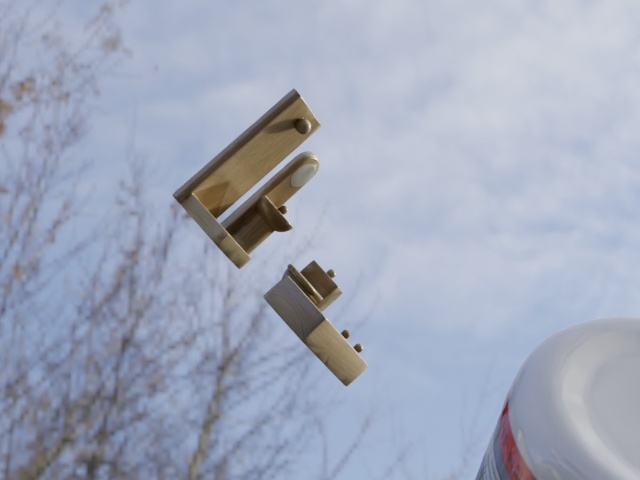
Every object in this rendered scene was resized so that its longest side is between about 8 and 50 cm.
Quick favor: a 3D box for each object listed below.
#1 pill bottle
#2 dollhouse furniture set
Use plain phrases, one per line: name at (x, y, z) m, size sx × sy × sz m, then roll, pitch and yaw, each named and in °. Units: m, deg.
pill bottle at (0.172, 0.245, 0.993) m, size 0.210 × 0.210 × 0.363 m, roll 8°, pitch -55°, yaw -12°
dollhouse furniture set at (0.000, 0.000, 1.215) m, size 0.123 × 0.151 × 0.144 m, roll -42°, pitch -29°, yaw -2°
